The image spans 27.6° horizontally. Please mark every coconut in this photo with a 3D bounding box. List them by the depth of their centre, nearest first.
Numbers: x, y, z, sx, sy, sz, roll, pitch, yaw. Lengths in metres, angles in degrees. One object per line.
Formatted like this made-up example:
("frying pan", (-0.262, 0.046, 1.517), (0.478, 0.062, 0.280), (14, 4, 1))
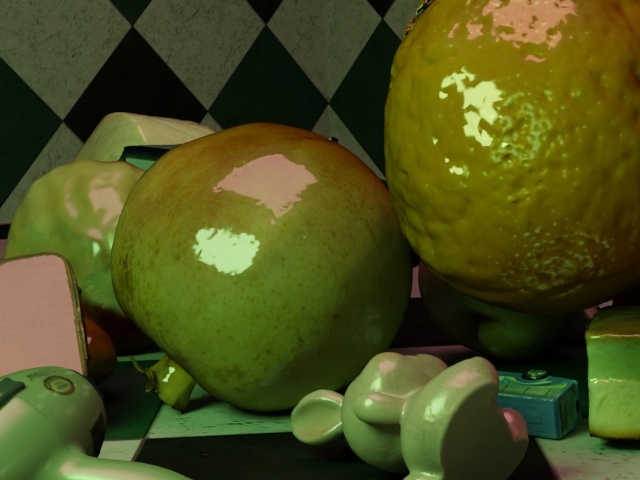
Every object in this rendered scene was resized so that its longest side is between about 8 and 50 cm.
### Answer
("coconut", (-0.287, -0.057, 2.093), (0.329, 0.329, 0.329), (-3, 7, 0))

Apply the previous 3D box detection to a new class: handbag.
("handbag", (-0.303, 0.102, 1.275), (0.151, 0.072, 0.193), (-6, 46, -10))

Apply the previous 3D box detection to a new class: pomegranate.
("pomegranate", (-0.067, 0.035, 1.317), (0.319, 0.319, 0.319), (-3, 7, 0))

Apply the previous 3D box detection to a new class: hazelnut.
("hazelnut", (-0.269, 0.021, 1.631), (0.261, 0.261, 0.241), (-1, -9, 18))

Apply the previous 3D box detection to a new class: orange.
("orange", (0.221, -0.095, 1.230), (0.293, 0.340, 0.340), (1, 8, 25))

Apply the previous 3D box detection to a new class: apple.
("apple", (0.201, 0.036, 1.455), (0.200, 0.200, 0.200), (-3, 7, 0))

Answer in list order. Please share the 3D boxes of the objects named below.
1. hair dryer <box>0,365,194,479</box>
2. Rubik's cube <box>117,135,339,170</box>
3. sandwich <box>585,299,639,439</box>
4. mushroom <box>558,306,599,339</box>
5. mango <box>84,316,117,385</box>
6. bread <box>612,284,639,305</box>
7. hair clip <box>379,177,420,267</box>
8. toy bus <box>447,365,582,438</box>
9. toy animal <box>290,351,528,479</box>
("hair dryer", (-0.194, 0.191, 0.871), (0.298, 0.119, 0.296), (18, 25, 36))
("Rubik's cube", (-0.123, -0.019, 1.848), (0.250, 0.246, 0.248), (-7, 8, -33))
("sandwich", (0.340, 0.112, 1.165), (0.186, 0.108, 0.220), (-1, 5, 17))
("mushroom", (0.276, 0.064, 1.626), (0.108, 0.096, 0.247), (-10, 5, 0))
("mango", (-0.320, 0.117, 1.400), (0.227, 0.109, 0.147), (4, -10, 31))
("bread", (0.479, 0.063, 1.467), (0.295, 0.114, 0.327), (-1, 9, 11))
("hair clip", (-0.003, 0.005, 1.598), (0.194, 0.206, 0.310), (13, 3, -25))
("toy bus", (0.161, 0.146, 1.192), (0.153, 0.051, 0.061), (2, 14, 35))
("toy animal", (0.060, 0.135, 1.054), (0.124, 0.124, 0.212), (-8, 12, -38))
